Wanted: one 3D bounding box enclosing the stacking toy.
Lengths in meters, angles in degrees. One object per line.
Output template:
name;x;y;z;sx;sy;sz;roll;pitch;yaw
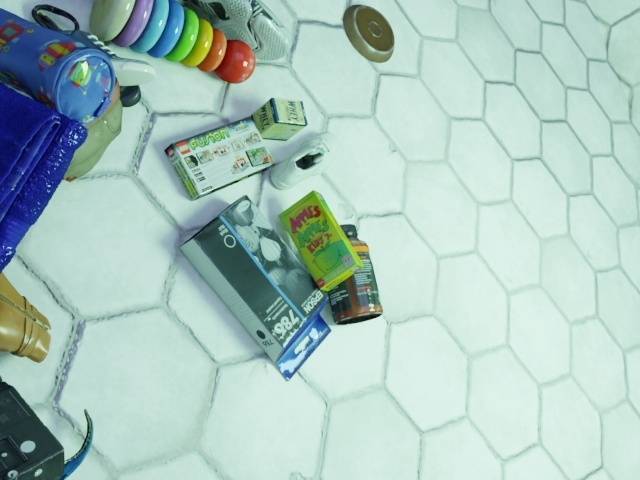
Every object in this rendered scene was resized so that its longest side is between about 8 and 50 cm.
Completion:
stacking toy;-0.268;-0.393;1.385;0.330;0.141;0.141;19;61;-38

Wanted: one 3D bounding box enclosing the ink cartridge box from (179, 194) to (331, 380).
ink cartridge box;-0.101;0.089;1.352;0.332;0.065;0.165;52;48;-10

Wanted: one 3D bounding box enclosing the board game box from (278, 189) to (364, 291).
board game box;0.000;0.000;1.413;0.181;0.092;0.043;60;15;20

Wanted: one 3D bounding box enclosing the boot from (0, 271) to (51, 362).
boot;-0.471;0.085;1.058;0.152;0.073;0.197;38;31;-41

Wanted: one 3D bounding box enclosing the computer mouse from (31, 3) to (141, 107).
computer mouse;-0.425;-0.334;1.294;0.242;0.041;0.071;46;71;-8

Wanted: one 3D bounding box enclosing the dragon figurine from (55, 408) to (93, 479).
dragon figurine;-0.389;0.340;0.949;0.085;0.144;0.289;24;55;16

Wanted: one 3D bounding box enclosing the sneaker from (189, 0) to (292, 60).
sneaker;-0.192;-0.553;1.496;0.366;0.137;0.210;32;57;-20

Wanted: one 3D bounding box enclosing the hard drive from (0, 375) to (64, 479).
hard drive;-0.522;0.279;0.855;0.237;0.064;0.339;35;40;28

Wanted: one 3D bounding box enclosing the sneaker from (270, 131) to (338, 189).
sneaker;-0.011;-0.179;1.514;0.080;0.094;0.212;52;48;-7

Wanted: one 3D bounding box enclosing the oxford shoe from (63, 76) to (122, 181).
oxford shoe;-0.422;-0.129;1.135;0.348;0.123;0.130;-55;152;-38

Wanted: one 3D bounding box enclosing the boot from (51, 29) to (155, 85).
boot;-0.388;-0.325;1.246;0.190;0.069;0.086;-1;76;-19

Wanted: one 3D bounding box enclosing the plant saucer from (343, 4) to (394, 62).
plant saucer;0.133;-0.538;1.824;0.169;0.029;0.168;17;61;-33

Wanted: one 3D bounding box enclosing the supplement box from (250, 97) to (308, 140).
supplement box;-0.087;-0.253;1.492;0.083;0.083;0.056;-2;73;-39

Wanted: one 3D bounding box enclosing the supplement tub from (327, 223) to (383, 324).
supplement tub;0.059;0.068;1.459;0.106;0.106;0.197;-1;73;-39

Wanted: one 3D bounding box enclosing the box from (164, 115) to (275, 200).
box;-0.193;-0.165;1.401;0.207;0.036;0.114;-29;91;-42

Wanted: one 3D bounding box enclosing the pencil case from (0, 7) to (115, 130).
pencil case;-0.447;-0.273;1.096;0.119;0.306;0.133;-55;154;-15

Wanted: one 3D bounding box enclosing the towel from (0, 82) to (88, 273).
towel;-0.482;-0.074;0.960;0.228;0.076;0.308;27;80;17
